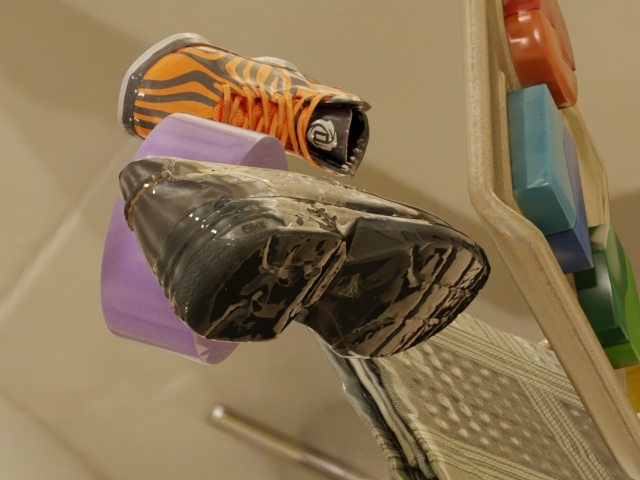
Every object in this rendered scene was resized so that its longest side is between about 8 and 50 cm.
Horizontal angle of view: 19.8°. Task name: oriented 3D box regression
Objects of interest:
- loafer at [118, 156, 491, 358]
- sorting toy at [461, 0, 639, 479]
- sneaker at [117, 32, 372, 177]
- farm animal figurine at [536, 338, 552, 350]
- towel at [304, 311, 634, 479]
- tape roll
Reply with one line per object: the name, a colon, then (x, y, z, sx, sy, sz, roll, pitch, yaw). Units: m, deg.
loafer: (0.000, 0.000, 0.641, 0.062, 0.170, 0.061, -52, 58, 16)
sorting toy: (0.133, -0.003, 0.895, 0.041, 0.307, 0.229, -18, 47, 16)
sneaker: (-0.058, -0.141, 1.958, 0.180, 0.321, 0.124, 22, 108, 34)
farm animal figurine: (0.226, 0.283, 1.565, 0.172, 0.326, 0.330, -29, 35, -6)
towel: (0.137, 0.144, 1.220, 0.056, 0.324, 0.312, -54, 32, 17)
tape roll: (-0.096, -0.002, 1.447, 0.080, 0.189, 0.189, 15, 76, 15)
